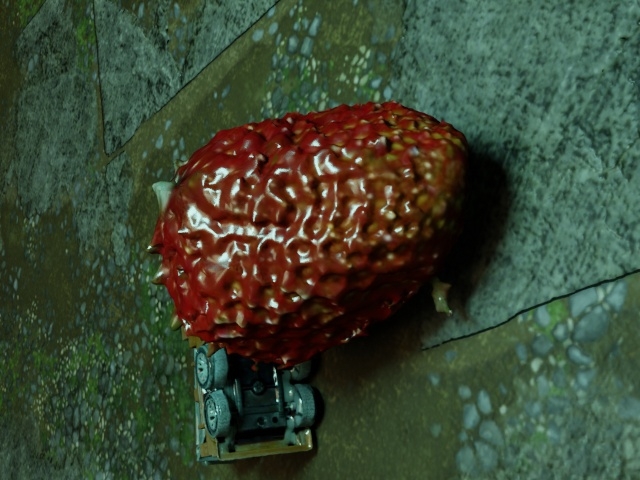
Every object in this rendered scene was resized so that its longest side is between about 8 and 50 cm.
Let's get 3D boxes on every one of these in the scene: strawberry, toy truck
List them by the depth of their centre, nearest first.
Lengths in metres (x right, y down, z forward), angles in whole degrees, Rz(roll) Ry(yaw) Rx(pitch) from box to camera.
[{"bbox_3d":[0.001,0.002,0.988,0.344,0.292,0.292,1,86,37],"label":"strawberry"},{"bbox_3d":[-0.116,0.108,1.200,0.184,0.133,0.338,-33,61,59],"label":"toy truck"}]
